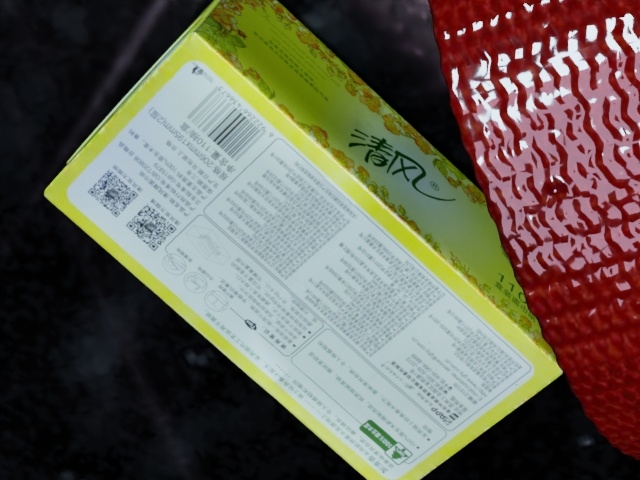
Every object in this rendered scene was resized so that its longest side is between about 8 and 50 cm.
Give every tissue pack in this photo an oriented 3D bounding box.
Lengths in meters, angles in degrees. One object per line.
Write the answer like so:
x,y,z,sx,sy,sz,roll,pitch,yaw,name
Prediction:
0.000,0.000,0.635,0.176,0.062,0.095,41,122,-10,tissue pack

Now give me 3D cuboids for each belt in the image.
0.125,-0.028,0.548,0.124,0.128,0.200,-16,111,24,belt
